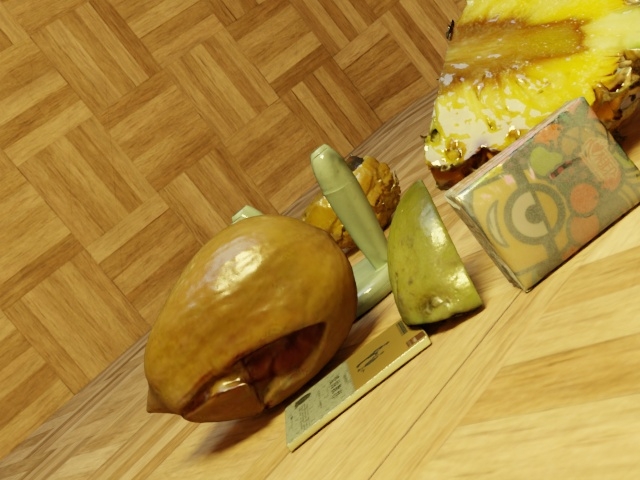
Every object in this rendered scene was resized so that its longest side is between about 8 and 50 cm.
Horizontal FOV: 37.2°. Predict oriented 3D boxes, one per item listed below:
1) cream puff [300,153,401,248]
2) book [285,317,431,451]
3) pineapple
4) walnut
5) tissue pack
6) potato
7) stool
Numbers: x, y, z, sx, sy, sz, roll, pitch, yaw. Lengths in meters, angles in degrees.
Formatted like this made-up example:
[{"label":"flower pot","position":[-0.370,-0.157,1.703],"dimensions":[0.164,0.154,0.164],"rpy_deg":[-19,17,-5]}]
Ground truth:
[{"label":"cream puff","position":[0.058,-0.060,1.641],"dimensions":[0.189,0.129,0.189],"rpy_deg":[-47,5,5]},{"label":"book","position":[0.033,0.139,0.957],"dimensions":[0.172,0.012,0.118],"rpy_deg":[-38,8,2]},{"label":"pineapple","position":[0.292,-0.153,1.077],"dimensions":[0.286,0.209,0.344],"rpy_deg":[-2,51,25]},{"label":"walnut","position":[-0.090,0.101,1.101],"dimensions":[0.298,0.203,0.203],"rpy_deg":[-41,6,10]},{"label":"tissue pack","position":[0.203,-0.042,0.852],"dimensions":[0.148,0.108,0.060],"rpy_deg":[-37,5,2]},{"label":"potato","position":[0.094,0.015,0.945],"dimensions":[0.081,0.120,0.149],"rpy_deg":[-25,8,5]},{"label":"stool","position":[0.000,0.000,1.270],"dimensions":[0.195,0.199,0.195],"rpy_deg":[-39,5,4]}]
